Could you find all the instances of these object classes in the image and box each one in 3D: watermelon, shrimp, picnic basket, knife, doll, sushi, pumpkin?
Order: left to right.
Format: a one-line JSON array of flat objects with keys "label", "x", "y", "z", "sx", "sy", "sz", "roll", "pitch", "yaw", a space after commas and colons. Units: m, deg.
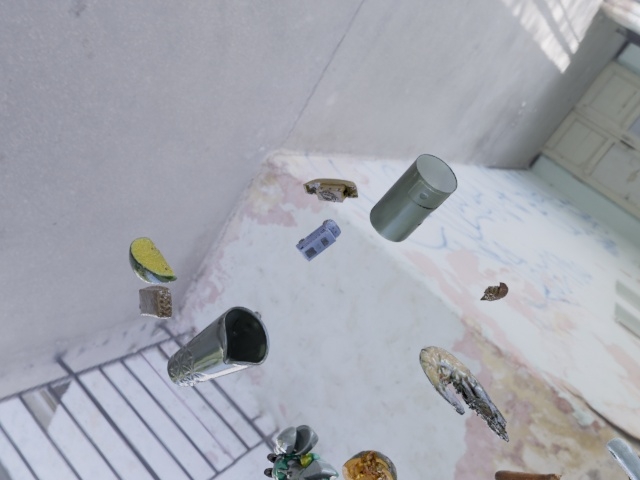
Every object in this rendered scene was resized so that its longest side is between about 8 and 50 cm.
[{"label": "watermelon", "x": -0.484, "y": 0.053, "z": 1.485, "sx": 0.092, "sy": 0.181, "sz": 0.075, "roll": -33, "pitch": 147, "yaw": -13}, {"label": "picnic basket", "x": -0.553, "y": 0.205, "z": 1.786, "sx": 0.055, "sy": 0.110, "sz": 0.193, "roll": -4, "pitch": 179, "yaw": -36}, {"label": "doll", "x": -0.069, "y": 0.530, "z": 1.184, "sx": 0.153, "sy": 0.195, "sz": 0.258, "roll": 17, "pitch": 134, "yaw": -26}, {"label": "pumpkin", "x": 0.175, "y": 0.753, "z": 1.768, "sx": 0.107, "sy": 0.183, "sz": 0.119, "roll": -24, "pitch": 113, "yaw": -59}, {"label": "shrimp", "x": 0.435, "y": 0.477, "z": 1.659, "sx": 0.233, "sy": 0.365, "sz": 0.071, "roll": -1, "pitch": 136, "yaw": -51}, {"label": "sushi", "x": 0.573, "y": 0.174, "z": 1.777, "sx": 0.120, "sy": 0.055, "sz": 0.052, "roll": 127, "pitch": -24, "yaw": -71}, {"label": "knife", "x": 0.798, "y": 0.619, "z": 1.260, "sx": 0.044, "sy": 0.331, "sz": 0.080, "roll": -32, "pitch": 163, "yaw": -3}]

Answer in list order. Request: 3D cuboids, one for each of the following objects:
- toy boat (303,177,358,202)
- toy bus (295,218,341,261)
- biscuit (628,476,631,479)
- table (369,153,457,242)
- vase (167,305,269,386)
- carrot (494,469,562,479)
[{"label": "toy boat", "x": 0.030, "y": -0.163, "z": 1.746, "sx": 0.077, "sy": 0.200, "sz": 0.057, "roll": -51, "pitch": 138, "yaw": -38}, {"label": "toy bus", "x": 0.000, "y": 0.000, "z": 1.908, "sx": 0.167, "sy": 0.073, "sz": 0.076, "roll": -38, "pitch": -157, "yaw": -3}, {"label": "biscuit", "x": 0.910, "y": 0.722, "z": 1.551, "sx": 0.016, "sy": 0.092, "sz": 0.082, "roll": -28, "pitch": -176, "yaw": 29}, {"label": "table", "x": 0.235, "y": -0.105, "z": 1.383, "sx": 0.126, "sy": 0.126, "sz": 0.220, "roll": -28, "pitch": 164, "yaw": -43}, {"label": "vase", "x": -0.268, "y": 0.284, "z": 1.396, "sx": 0.301, "sy": 0.156, "sz": 0.251, "roll": -32, "pitch": -170, "yaw": 34}, {"label": "carrot", "x": 0.754, "y": 0.870, "z": 1.961, "sx": 0.248, "sy": 0.059, "sz": 0.059, "roll": -16, "pitch": 180, "yaw": 35}]
